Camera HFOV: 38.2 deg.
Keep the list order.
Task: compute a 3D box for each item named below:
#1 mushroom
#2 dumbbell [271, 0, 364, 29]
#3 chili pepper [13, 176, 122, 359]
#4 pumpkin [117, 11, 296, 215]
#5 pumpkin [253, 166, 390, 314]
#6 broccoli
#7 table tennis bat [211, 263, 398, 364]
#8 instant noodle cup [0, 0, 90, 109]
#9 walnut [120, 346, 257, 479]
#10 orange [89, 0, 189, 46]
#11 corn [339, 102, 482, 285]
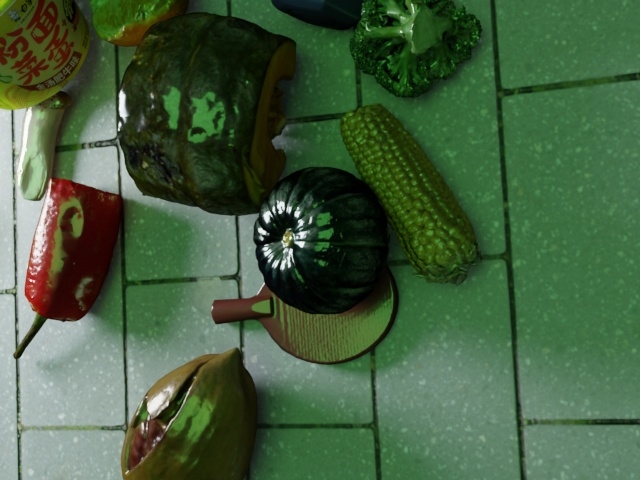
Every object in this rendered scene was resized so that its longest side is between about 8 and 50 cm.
[{"bbox_3d":[-0.498,-0.175,1.646,0.084,0.071,0.209,10,93,-10],"label":"mushroom"},{"bbox_3d":[0.031,-0.499,1.443,0.144,0.160,0.324,16,92,51],"label":"dumbbell"},{"bbox_3d":[-0.439,0.068,1.573,0.131,0.134,0.338,18,91,6],"label":"chili pepper"},{"bbox_3d":[-0.171,-0.199,1.436,0.226,0.256,0.303,7,104,16],"label":"pumpkin"},{"bbox_3d":[0.000,0.000,1.372,0.221,0.162,0.220,-4,85,41],"label":"pumpkin"},{"bbox_3d":[0.140,-0.308,1.391,0.195,0.156,0.195,-4,102,-20],"label":"broccoli"},{"bbox_3d":[-0.028,0.101,1.476,0.310,0.038,0.200,-7,82,18],"label":"table tennis bat"},{"bbox_3d":[-0.544,-0.379,1.557,0.311,0.221,0.311,-8,61,16],"label":"instant noodle cup"},{"bbox_3d":[-0.192,0.297,1.445,0.203,0.203,0.297,29,95,19],"label":"walnut"},{"bbox_3d":[-0.313,-0.434,1.548,0.179,0.158,0.237,-31,76,18],"label":"orange"},{"bbox_3d":[0.137,-0.073,1.396,0.115,0.115,0.317,-33,76,14],"label":"corn"}]
